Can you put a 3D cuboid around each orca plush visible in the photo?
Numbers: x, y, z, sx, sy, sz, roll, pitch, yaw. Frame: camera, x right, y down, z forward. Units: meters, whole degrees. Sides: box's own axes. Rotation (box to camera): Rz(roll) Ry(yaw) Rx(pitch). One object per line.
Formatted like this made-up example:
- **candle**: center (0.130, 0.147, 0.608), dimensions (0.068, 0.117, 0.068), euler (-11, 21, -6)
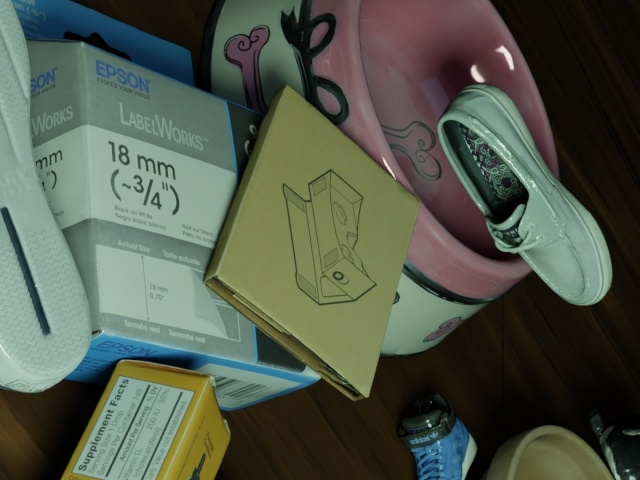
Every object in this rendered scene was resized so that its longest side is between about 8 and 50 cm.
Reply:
- **orca plush**: center (0.363, 0.233, 1.621), dimensions (0.287, 0.102, 0.151), euler (48, 15, -58)

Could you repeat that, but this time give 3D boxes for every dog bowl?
- **dog bowl**: center (0.078, -0.103, 1.484), dimensions (0.408, 0.150, 0.408), euler (31, 48, -41)

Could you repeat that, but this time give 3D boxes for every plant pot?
- **plant pot**: center (0.198, 0.298, 1.456), dimensions (0.237, 0.110, 0.237), euler (30, 49, -43)

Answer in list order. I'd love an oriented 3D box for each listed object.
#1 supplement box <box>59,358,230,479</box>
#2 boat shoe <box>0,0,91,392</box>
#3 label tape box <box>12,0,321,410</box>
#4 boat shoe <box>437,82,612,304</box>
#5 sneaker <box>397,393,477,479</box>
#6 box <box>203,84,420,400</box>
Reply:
- **supplement box**: center (-0.137, 0.195, 1.039), dimensions (0.078, 0.080, 0.233), euler (79, 29, -48)
- **boat shoe**: center (-0.257, -0.055, 1.028), dimensions (0.121, 0.119, 0.335), euler (-13, 89, -52)
- **label tape box**: center (-0.130, -0.053, 1.211), dimensions (0.241, 0.106, 0.333), euler (18, 58, -49)
- **boat shoe**: center (0.173, -0.028, 1.383), dimensions (0.227, 0.079, 0.081), euler (57, 44, -7)
- **sneaker**: center (0.099, 0.202, 1.417), dimensions (0.084, 0.058, 0.152), euler (58, 31, -23)
- **box**: center (0.000, 0.000, 1.219), dimensions (0.164, 0.021, 0.201), euler (40, 47, -26)
